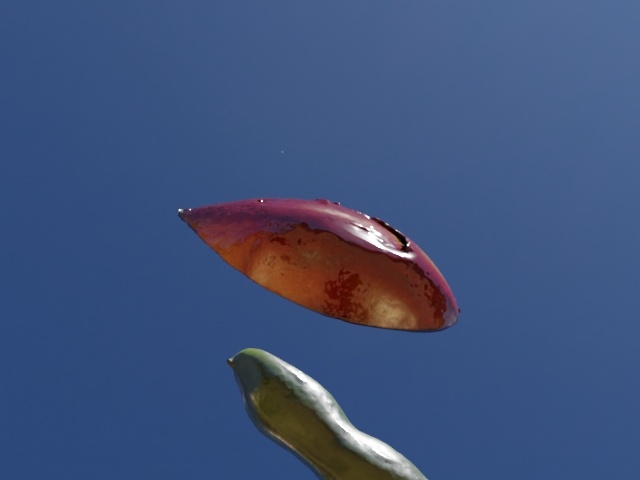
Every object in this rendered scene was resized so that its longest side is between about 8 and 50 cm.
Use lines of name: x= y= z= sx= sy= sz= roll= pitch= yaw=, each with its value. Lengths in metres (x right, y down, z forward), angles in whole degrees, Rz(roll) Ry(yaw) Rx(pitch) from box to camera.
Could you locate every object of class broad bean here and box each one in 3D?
broad bean: x=0.041 y=0.124 z=0.440 sx=0.227 sy=0.069 sz=0.039 roll=28 pitch=-59 yaw=10

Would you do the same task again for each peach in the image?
peach: x=0.003 y=-0.003 z=0.770 sx=0.279 sy=0.189 sz=0.068 roll=21 pitch=-72 yaw=6
